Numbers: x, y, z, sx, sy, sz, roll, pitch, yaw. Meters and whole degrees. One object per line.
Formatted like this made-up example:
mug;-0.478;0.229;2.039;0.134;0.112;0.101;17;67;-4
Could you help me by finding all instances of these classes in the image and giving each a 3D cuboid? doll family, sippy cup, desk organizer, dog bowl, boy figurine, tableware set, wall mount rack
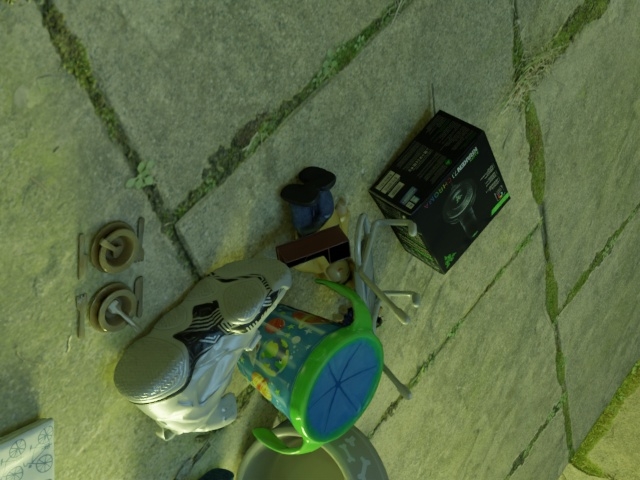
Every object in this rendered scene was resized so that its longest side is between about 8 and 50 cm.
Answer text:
doll family;0.084;0.189;2.020;0.193;0.076;0.111;-44;145;-19
sippy cup;-0.035;0.237;1.760;0.305;0.224;0.240;-47;140;-24
desk organizer;-0.012;0.021;1.686;0.130;0.050;0.047;-20;132;-14
dog bowl;-0.028;0.528;1.861;0.102;0.349;0.348;4;108;-58
boy figurine;0.000;0.000;1.777;0.177;0.092;0.285;-44;137;-30
tableware set;-0.322;0.065;1.447;0.128;0.039;0.194;-20;126;-45
wall mount rack;0.133;0.128;1.811;0.304;0.131;0.350;-73;161;-49

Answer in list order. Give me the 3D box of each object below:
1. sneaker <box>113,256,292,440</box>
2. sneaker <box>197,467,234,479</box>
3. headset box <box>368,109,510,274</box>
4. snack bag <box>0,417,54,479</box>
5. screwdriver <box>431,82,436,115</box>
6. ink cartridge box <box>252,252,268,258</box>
sneaker;-0.185;0.196;1.627;0.366;0.137;0.210;-40;139;-23
sneaker;-0.254;0.532;1.786;0.232;0.081;0.090;-17;116;-48
headset box;0.269;-0.096;2.004;0.246;0.131;0.283;-48;143;-10
snack bag;-0.557;0.459;1.393;0.343;0.037;0.323;-18;125;-46
screwdriver;0.247;-0.271;1.987;0.024;0.025;0.169;-41;134;-29
ink cartridge box;-0.112;0.069;1.726;0.048;0.028;0.083;-47;141;-22
